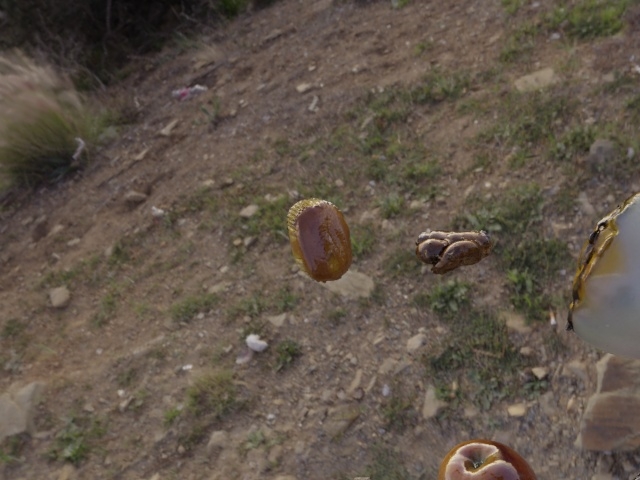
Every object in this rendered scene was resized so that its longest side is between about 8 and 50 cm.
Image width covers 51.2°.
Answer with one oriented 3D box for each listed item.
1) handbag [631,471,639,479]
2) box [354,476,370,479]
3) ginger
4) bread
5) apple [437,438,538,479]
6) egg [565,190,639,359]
[{"bbox_3d":[0.725,0.513,1.396,0.332,0.192,0.075,-35,41,-19],"label":"handbag"},{"bbox_3d":[0.098,0.519,1.345,0.046,0.012,0.083,-28,81,53],"label":"box"},{"bbox_3d":[0.260,0.025,1.345,0.162,0.074,0.103,1,23,30],"label":"ginger"},{"bbox_3d":[0.000,0.000,1.549,0.132,0.191,0.114,-20,13,-15],"label":"bread"},{"bbox_3d":[0.421,0.620,1.683,0.253,0.253,0.254,-11,56,16],"label":"apple"},{"bbox_3d":[0.528,0.064,1.053,0.264,0.287,0.174,-30,40,-30],"label":"egg"}]
